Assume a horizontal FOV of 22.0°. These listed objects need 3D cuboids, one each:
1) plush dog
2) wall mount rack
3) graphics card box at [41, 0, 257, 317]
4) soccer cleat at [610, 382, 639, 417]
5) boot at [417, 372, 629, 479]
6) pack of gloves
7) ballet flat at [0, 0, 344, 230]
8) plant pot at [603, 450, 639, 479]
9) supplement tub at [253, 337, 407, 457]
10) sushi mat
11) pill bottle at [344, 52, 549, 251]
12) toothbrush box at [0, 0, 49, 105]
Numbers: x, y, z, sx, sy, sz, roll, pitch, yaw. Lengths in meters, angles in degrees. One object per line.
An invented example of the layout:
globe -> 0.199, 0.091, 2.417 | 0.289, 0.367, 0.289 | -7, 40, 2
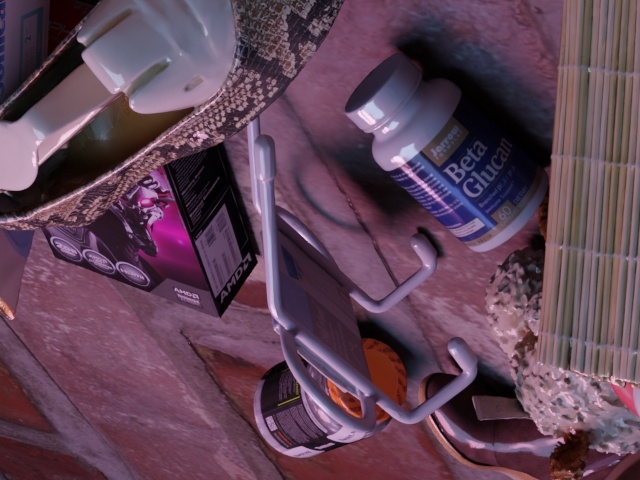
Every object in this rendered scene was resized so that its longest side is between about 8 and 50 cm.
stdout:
plush dog -> 0.258, 0.069, 1.394 | 0.262, 0.210, 0.225 | 25, 126, 14
wall mount rack -> 0.000, 0.000, 1.471 | 0.130, 0.350, 0.304 | -41, 115, 14
graphics card box -> -0.214, -0.089, 1.683 | 0.232, 0.094, 0.371 | 19, 149, 24
soccer cleat -> 0.367, 0.112, 1.284 | 0.318, 0.109, 0.116 | 8, -164, -22
boot -> 0.244, 0.188, 1.699 | 0.248, 0.090, 0.207 | 39, 139, -8
pack of gloves -> -0.319, -0.066, 1.560 | 0.046, 0.232, 0.195 | -27, 119, 14
ballet flat -> -0.162, -0.126, 1.351 | 0.483, 0.182, 0.164 | -34, 84, 43
plant pot -> 0.339, 0.334, 1.456 | 0.323, 0.280, 0.323 | 5, 100, 33
supplement tub -> 0.012, 0.173, 1.840 | 0.117, 0.117, 0.190 | 39, 152, -12
sushi mat -> 0.228, -0.049, 1.164 | 0.151, 0.019, 0.317 | 8, 98, 35
pill bottle -> 0.103, -0.076, 1.385 | 0.169, 0.094, 0.094 | 41, 150, -16
toothbrush box -> -0.395, -0.257, 1.486 | 0.295, 0.126, 0.216 | 20, 121, 23
